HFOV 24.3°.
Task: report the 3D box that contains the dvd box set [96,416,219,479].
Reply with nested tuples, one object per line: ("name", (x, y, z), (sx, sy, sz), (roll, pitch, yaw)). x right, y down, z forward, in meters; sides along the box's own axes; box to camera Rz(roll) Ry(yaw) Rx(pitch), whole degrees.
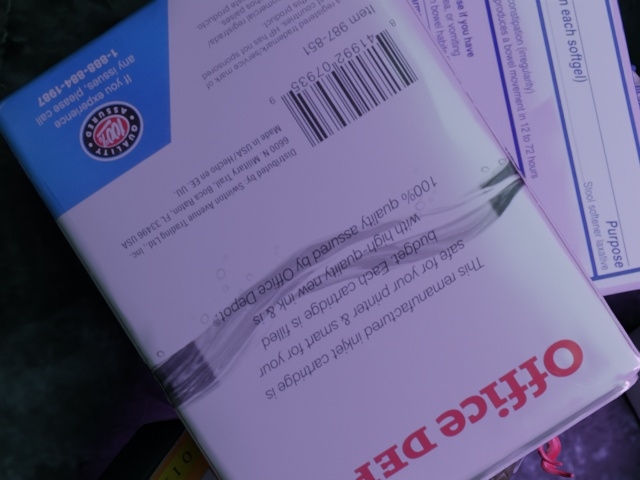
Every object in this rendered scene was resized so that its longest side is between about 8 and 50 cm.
("dvd box set", (-0.048, 0.359, 0.882), (0.420, 0.062, 0.308), (53, 50, -21))

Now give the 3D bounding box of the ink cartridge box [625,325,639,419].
("ink cartridge box", (0.341, 0.136, 1.169), (0.148, 0.086, 0.203), (-33, 97, -24))

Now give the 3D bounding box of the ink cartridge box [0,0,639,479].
("ink cartridge box", (0.000, 0.000, 0.833), (0.223, 0.129, 0.307), (-33, 88, 2))

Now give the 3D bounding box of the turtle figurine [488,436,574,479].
("turtle figurine", (0.073, 0.157, 1.035), (0.234, 0.118, 0.175), (-44, 102, -16))

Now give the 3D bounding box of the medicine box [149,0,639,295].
("medicine box", (0.056, -0.073, 0.971), (0.289, 0.149, 0.263), (-12, 89, 1))

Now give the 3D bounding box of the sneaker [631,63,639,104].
("sneaker", (0.216, -0.102, 1.114), (0.296, 0.112, 0.131), (18, 72, -14))
